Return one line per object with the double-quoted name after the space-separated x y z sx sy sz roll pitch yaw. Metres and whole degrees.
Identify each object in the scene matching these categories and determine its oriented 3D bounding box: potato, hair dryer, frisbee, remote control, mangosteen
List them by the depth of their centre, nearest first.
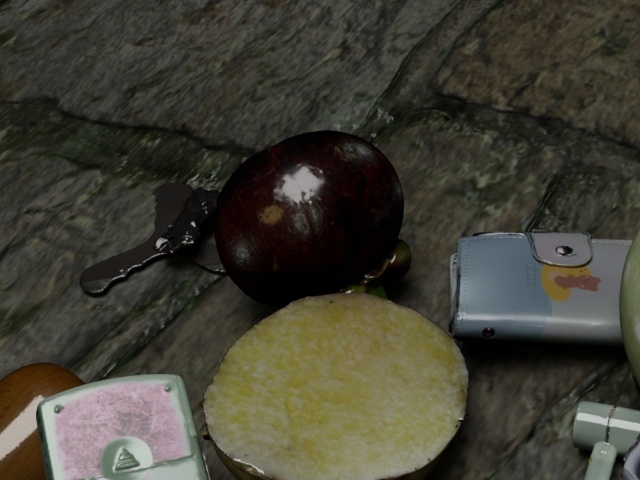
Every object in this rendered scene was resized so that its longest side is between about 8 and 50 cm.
-0.154 0.281 1.169 0.145 0.050 0.344 -9 60 -14 "remote control"
0.267 0.214 1.233 0.082 0.047 0.137 9 52 24 "hair dryer"
0.019 0.177 1.295 0.239 0.116 0.299 17 37 20 "potato"
-0.009 -0.007 1.452 0.216 0.216 0.216 -8 41 7 "mangosteen"
-0.178 0.011 1.616 0.187 0.012 0.211 18 50 31 "frisbee"

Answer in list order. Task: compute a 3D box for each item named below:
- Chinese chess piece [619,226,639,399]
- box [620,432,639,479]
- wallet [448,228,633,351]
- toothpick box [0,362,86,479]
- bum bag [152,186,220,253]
0.452 0.071 1.225 0.349 0.146 0.349 -1 43 1 "Chinese chess piece"
0.308 0.273 0.904 0.190 0.369 0.112 22 53 37 "box"
0.250 0.056 1.396 0.231 0.069 0.170 3 39 5 "wallet"
-0.335 0.254 1.263 0.192 0.192 0.294 21 45 34 "toothpick box"
-0.154 -0.025 1.612 0.058 0.034 0.124 3 43 28 "bum bag"
